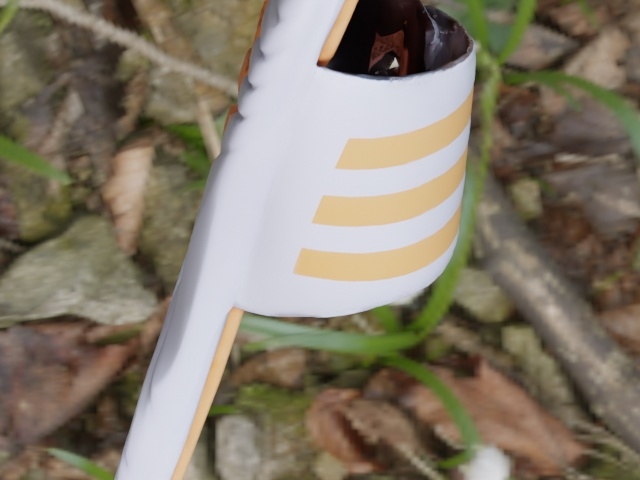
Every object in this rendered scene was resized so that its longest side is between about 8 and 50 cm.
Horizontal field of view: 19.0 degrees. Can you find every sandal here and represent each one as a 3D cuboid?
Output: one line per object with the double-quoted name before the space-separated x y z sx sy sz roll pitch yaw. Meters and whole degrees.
"sandal" 0.001 -0.006 0.584 0.076 0.265 0.102 17 37 -4
